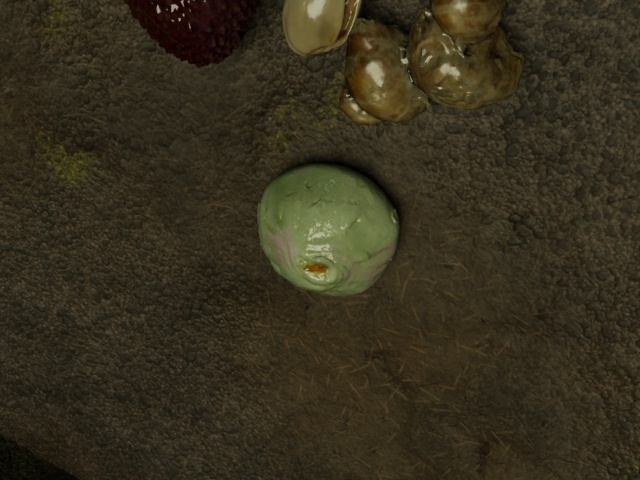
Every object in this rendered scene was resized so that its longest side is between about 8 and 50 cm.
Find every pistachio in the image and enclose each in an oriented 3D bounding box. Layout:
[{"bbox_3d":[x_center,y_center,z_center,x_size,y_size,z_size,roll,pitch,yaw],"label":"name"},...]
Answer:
[{"bbox_3d":[0.006,-0.416,1.459,0.143,0.144,0.215,23,115,7],"label":"pistachio"}]

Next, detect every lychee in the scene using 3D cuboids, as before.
[{"bbox_3d":[-0.215,-0.427,1.477,0.271,0.271,0.271,8,119,15],"label":"lychee"}]

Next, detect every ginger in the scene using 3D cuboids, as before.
[{"bbox_3d":[0.171,-0.306,1.433,0.375,0.176,0.256,-21,132,39],"label":"ginger"}]

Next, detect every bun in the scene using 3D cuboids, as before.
[{"bbox_3d":[0.000,0.000,1.651,0.293,0.187,0.293,10,120,18],"label":"bun"}]
